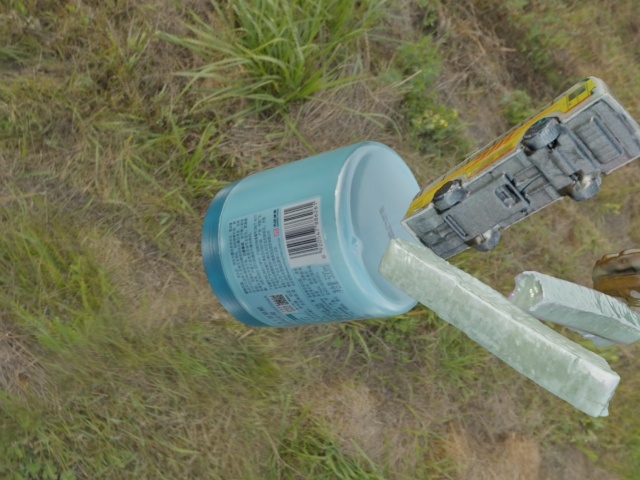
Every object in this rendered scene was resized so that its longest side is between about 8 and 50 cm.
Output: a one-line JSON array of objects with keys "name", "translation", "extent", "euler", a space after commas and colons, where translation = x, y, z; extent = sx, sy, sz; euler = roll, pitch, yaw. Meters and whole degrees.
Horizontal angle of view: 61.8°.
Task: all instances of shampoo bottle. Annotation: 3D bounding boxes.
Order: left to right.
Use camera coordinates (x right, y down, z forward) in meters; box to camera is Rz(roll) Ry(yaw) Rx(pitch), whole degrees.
[{"name": "shampoo bottle", "translation": [0.000, 0.000, 1.062], "extent": [0.331, 0.343, 0.331], "euler": [17, 68, -49]}]

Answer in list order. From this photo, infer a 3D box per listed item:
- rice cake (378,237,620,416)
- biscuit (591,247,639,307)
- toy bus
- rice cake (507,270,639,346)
[{"name": "rice cake", "translation": [0.107, 0.049, 0.345], "extent": [0.029, 0.171, 0.033], "euler": [-6, 123, -47]}, {"name": "biscuit", "translation": [0.684, 0.066, 0.998], "extent": [0.332, 0.332, 0.103], "euler": [7, 76, -29]}, {"name": "toy bus", "translation": [0.217, -0.072, 0.608], "extent": [0.092, 0.268, 0.106], "euler": [44, 41, -12]}, {"name": "rice cake", "translation": [0.341, 0.098, 0.711], "extent": [0.290, 0.081, 0.051], "euler": [17, 44, -33]}]
